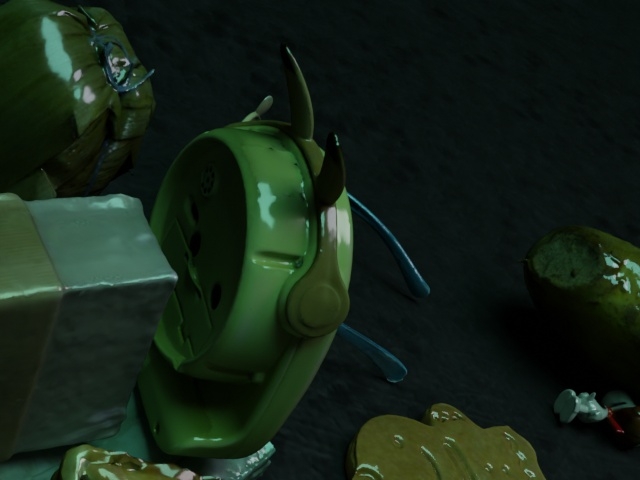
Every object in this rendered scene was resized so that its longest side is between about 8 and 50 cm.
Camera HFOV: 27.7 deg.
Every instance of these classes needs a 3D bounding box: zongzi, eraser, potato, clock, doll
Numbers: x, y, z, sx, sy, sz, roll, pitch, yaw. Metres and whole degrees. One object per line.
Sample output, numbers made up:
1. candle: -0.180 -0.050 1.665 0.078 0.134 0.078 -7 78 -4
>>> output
1. zongzi: -0.243 -0.032 0.700 0.274 0.250 0.125 -21 81 -49
2. eraser: -0.247 0.058 0.627 0.343 0.144 0.078 -6 47 -33
3. potato: 0.275 0.076 1.108 0.251 0.113 0.149 29 -12 -7
4. clock: -0.044 0.002 0.760 0.069 0.232 0.170 9 39 -31
5. doll: 0.238 0.144 1.075 0.085 0.040 0.058 6 29 -42

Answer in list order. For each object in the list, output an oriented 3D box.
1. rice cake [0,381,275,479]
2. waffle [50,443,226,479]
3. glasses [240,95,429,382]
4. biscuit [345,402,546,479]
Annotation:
1. rice cake: -0.126 0.137 0.767 0.124 0.038 0.211 46 35 19
2. waffle: -0.008 0.245 0.652 0.308 0.091 0.213 19 48 -23
3. glasses: -0.020 0.018 1.020 0.220 0.088 0.190 47 28 -16
4. biscuit: 0.095 0.168 0.931 0.184 0.027 0.133 18 37 -23
